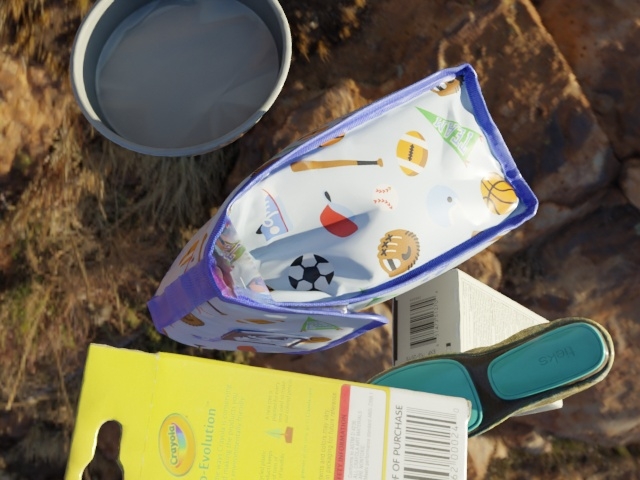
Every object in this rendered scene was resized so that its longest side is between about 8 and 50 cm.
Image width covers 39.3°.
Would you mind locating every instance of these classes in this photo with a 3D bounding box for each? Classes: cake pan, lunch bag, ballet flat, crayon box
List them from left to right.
[{"bbox_3d":[-0.181,-0.235,1.186,0.293,0.293,0.054,-21,160,-2],"label":"cake pan"},{"bbox_3d":[-0.043,0.205,0.709,0.318,0.202,0.081,12,158,-15],"label":"crayon box"},{"bbox_3d":[0.000,0.000,1.051,0.385,0.328,0.239,-26,88,-25],"label":"lunch bag"},{"bbox_3d":[0.214,0.194,1.184,0.348,0.123,0.123,-20,128,10],"label":"ballet flat"}]

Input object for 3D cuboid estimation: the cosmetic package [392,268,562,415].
[{"bbox_3d":[0.252,0.173,1.428,0.129,0.153,0.296,-21,144,38],"label":"cosmetic package"}]
